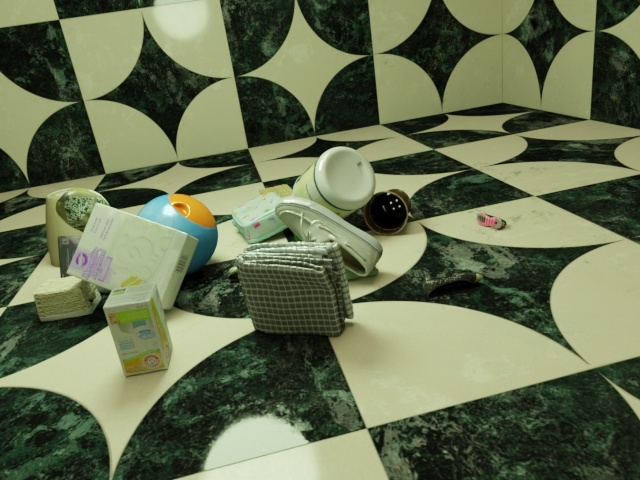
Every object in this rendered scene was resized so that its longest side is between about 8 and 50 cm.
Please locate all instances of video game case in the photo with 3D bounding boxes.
[{"bbox_3d":[-0.787,0.082,1.803,0.274,0.196,0.026,0,5,21],"label":"video game case"}]

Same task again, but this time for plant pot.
[{"bbox_3d":[-1.008,-0.068,2.142,0.256,0.274,0.256,-7,22,3],"label":"plant pot"},{"bbox_3d":[0.264,-0.119,1.971,0.167,0.167,0.165,0,16,21],"label":"plant pot"}]

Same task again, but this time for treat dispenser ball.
[{"bbox_3d":[-0.501,-0.018,1.814,0.288,0.288,0.288,-7,22,3],"label":"treat dispenser ball"}]

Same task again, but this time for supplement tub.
[{"bbox_3d":[0.034,-0.186,1.966,0.235,0.235,0.325,-22,-5,-29],"label":"supplement tub"}]

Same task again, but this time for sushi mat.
[{"bbox_3d":[-0.196,-0.220,2.550,0.151,0.019,0.316,-15,22,-13],"label":"sushi mat"}]

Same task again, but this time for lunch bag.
[{"bbox_3d":[-0.241,-0.094,2.120,0.224,0.108,0.279,-30,24,-10],"label":"lunch bag"}]

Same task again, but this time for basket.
[{"bbox_3d":[-0.817,0.181,1.688,0.167,0.103,0.113,-8,23,-1],"label":"basket"}]

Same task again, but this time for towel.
[{"bbox_3d":[-0.069,0.132,1.367,0.284,0.235,0.121,0,27,23],"label":"towel"}]

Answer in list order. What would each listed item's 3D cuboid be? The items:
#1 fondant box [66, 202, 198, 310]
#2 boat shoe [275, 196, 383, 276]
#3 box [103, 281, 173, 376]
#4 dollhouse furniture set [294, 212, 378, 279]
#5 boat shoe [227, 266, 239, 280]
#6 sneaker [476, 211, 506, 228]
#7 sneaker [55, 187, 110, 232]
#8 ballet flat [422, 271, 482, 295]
[{"bbox_3d":[-0.578,0.049,1.616,0.330,0.238,0.096,18,-8,12],"label":"fondant box"},{"bbox_3d":[-0.001,0.006,1.601,0.367,0.136,0.156,30,54,5],"label":"boat shoe"},{"bbox_3d":[-0.454,0.224,1.320,0.114,0.203,0.103,-8,23,-5],"label":"box"},{"bbox_3d":[0.042,0.012,1.721,0.197,0.151,0.301,-14,23,-13],"label":"dollhouse furniture set"},{"bbox_3d":[-0.234,0.109,1.726,0.152,0.056,0.049,-13,26,14],"label":"boat shoe"},{"bbox_3d":[0.613,-0.071,1.873,0.057,0.047,0.119,-4,21,-32],"label":"sneaker"},{"bbox_3d":[-0.757,-0.033,1.878,0.182,0.410,0.158,30,74,37],"label":"sneaker"},{"bbox_3d":[0.376,0.124,1.488,0.173,0.057,0.049,-10,63,-1],"label":"ballet flat"}]
